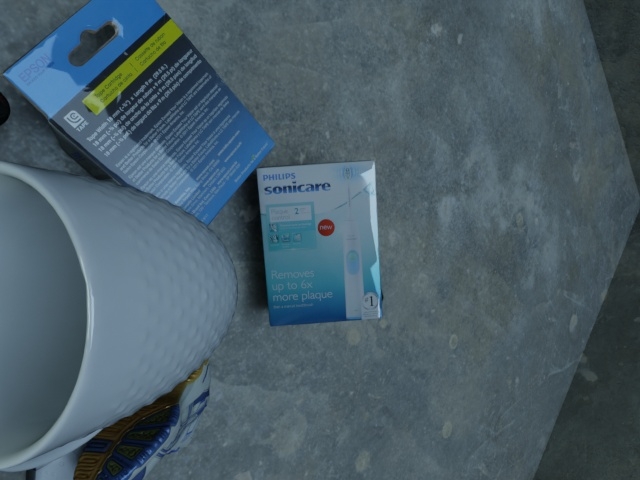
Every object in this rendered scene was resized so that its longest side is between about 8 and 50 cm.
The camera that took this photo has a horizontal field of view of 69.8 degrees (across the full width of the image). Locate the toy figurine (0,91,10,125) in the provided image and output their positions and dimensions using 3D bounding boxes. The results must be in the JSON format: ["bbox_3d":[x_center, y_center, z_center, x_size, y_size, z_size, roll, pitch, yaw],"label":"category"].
[{"bbox_3d":[-0.457,-0.113,0.499,0.148,0.209,0.213,9,84,-1],"label":"toy figurine"}]

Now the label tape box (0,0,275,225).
[{"bbox_3d":[-0.265,-0.190,0.724,0.334,0.105,0.241,49,66,-31],"label":"label tape box"}]

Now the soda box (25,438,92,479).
[{"bbox_3d":[-0.387,0.389,0.688,0.091,0.098,0.287,3,93,-39],"label":"soda box"}]

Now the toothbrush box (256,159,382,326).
[{"bbox_3d":[0.000,0.000,0.885,0.216,0.126,0.296,-3,97,-2],"label":"toothbrush box"}]

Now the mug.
[{"bbox_3d":[-0.277,0.112,0.564,0.375,0.276,0.328,-63,163,7],"label":"mug"}]

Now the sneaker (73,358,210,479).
[{"bbox_3d":[-0.247,0.300,0.717,0.296,0.111,0.131,-54,144,-61],"label":"sneaker"}]

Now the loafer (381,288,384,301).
[{"bbox_3d":[0.072,0.089,1.034,0.251,0.087,0.095,44,68,-33],"label":"loafer"}]
